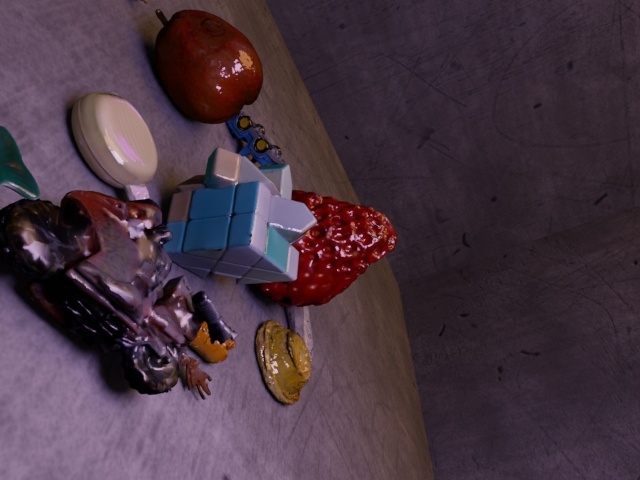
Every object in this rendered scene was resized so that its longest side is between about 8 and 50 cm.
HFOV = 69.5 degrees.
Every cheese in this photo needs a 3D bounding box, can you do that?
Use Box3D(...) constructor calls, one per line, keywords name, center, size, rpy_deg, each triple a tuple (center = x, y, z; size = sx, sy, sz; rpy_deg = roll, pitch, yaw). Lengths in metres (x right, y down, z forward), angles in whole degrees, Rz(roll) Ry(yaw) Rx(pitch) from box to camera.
Box3D(name="cheese", center=(-0.299, -0.115, 0.713), size=(0.227, 0.065, 0.137), rpy_deg=(68, 18, -1))

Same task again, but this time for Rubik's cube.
Box3D(name="Rubik's cube", center=(-0.140, -0.048, 0.833), size=(0.224, 0.266, 0.212), rpy_deg=(50, 40, -58))

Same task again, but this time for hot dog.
Box3D(name="hot dog", center=(-0.198, 0.138, 0.756), size=(0.188, 0.055, 0.072), rpy_deg=(57, 18, -39))

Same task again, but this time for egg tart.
Box3D(name="egg tart", center=(-0.072, 0.263, 1.018), size=(0.191, 0.074, 0.191), rpy_deg=(-19, 90, -78))

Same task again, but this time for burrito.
Box3D(name="burrito", center=(-0.050, 0.231, 1.165), size=(0.064, 0.064, 0.203), rpy_deg=(46, 29, -57))

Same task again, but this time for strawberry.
Box3D(name="strawberry", center=(0.000, 0.000, 1.086), size=(0.317, 0.345, 0.295), rpy_deg=(29, 44, -68))

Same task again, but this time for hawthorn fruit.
Box3D(name="hawthorn fruit", center=(-0.248, -0.383, 0.989), size=(0.261, 0.224, 0.224), rpy_deg=(46, 25, -29))

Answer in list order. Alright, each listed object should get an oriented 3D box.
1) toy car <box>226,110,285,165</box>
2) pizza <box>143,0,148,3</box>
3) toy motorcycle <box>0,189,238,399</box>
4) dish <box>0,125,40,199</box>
Box3D(name="toy car", center=(-0.190, -0.267, 1.280), size=(0.191, 0.100, 0.097), rpy_deg=(52, 11, 13))
Box3D(name="pizza", center=(-0.407, -0.595, 0.973), size=(0.154, 0.069, 0.193), rpy_deg=(-42, 118, -75))
Box3D(name="toy motorcycle", center=(-0.220, 0.085, 0.604), size=(0.400, 0.134, 0.207), rpy_deg=(60, 23, -28))
Box3D(name="dish", center=(-0.357, -0.049, 0.356), size=(0.224, 0.078, 0.246), rpy_deg=(62, 16, 3))
